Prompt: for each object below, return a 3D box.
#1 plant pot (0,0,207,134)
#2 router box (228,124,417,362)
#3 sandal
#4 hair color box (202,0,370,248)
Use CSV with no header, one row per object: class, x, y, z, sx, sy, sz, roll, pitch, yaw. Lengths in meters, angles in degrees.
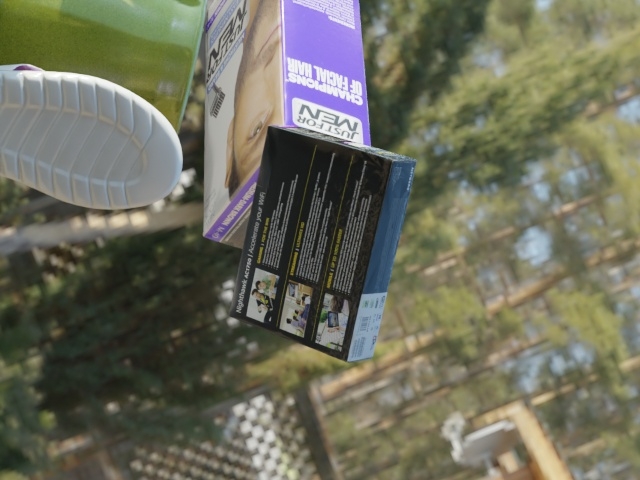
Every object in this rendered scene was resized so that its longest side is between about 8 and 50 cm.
plant pot,-0.359,-0.291,2.090,0.366,0.353,0.366,-167,-90,-80
router box,0.000,0.000,1.231,0.133,0.046,0.178,19,-79,32
sandal,-0.380,-0.154,1.838,0.102,0.416,0.169,-119,-136,-67
hair color box,-0.043,-0.171,1.527,0.185,0.110,0.338,-48,-145,43
